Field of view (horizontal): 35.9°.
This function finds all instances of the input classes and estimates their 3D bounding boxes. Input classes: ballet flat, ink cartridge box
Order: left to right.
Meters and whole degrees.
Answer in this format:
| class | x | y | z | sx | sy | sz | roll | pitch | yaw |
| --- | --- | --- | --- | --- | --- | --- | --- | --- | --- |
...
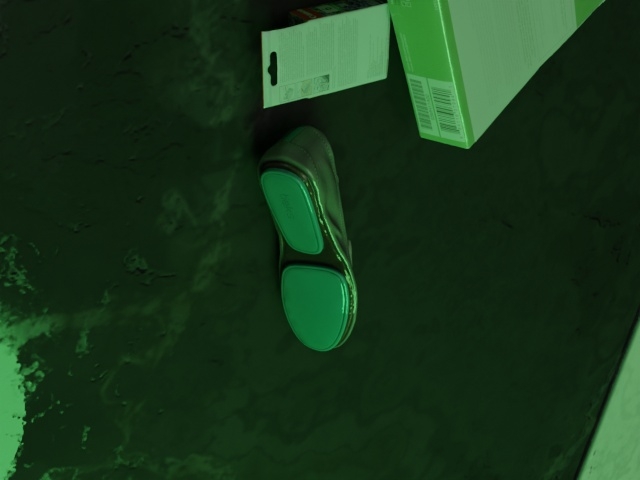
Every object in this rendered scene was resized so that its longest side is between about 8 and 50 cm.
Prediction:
| class | x | y | z | sx | sy | sz | roll | pitch | yaw |
| --- | --- | --- | --- | --- | --- | --- | --- | --- | --- |
| ink cartridge box | -0.001 | -0.144 | 0.746 | 0.115 | 0.029 | 0.062 | -19 | 127 | -28 |
| ballet flat | 0.000 | 0.000 | 0.812 | 0.068 | 0.072 | 0.213 | -58 | 148 | -41 |
| ink cartridge box | 0.152 | -0.212 | 0.811 | 0.235 | 0.056 | 0.171 | -48 | 138 | -28 |
